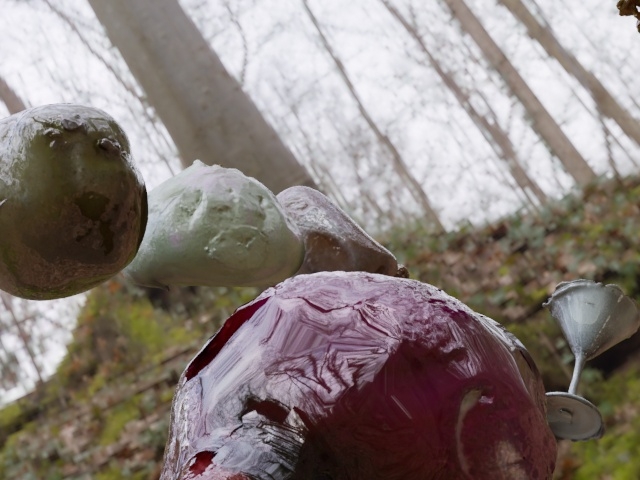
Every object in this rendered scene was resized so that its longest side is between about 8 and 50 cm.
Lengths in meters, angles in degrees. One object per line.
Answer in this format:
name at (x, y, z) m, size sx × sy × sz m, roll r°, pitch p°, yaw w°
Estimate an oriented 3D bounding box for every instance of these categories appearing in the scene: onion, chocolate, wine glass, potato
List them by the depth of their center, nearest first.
onion at (-0.020, 0.211, 1.155) m, size 0.420 × 0.398 × 0.398 m, roll 6°, pitch -46°, yaw -47°
potato at (-0.343, -0.045, 1.625) m, size 0.326 × 0.243 × 0.221 m, roll -8°, pitch 20°, yaw 46°
wine glass at (0.403, 0.190, 2.008) m, size 0.156 × 0.156 × 0.232 m, roll 108°, pitch -174°, yaw -50°
chocolate at (-0.001, -0.001, 2.130) m, size 0.161 × 0.261 × 0.083 m, roll -41°, pitch -28°, yaw -23°

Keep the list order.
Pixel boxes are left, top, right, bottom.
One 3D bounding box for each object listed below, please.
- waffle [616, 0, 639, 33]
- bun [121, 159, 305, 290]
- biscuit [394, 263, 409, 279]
waffle at (0.461, -0.367, 1.660) m, size 0.051 × 0.231 × 0.229 m, roll -52°, pitch -50°, yaw -43°
bun at (-0.163, -0.026, 1.926) m, size 0.293 × 0.187 × 0.293 m, roll -1°, pitch 5°, yaw 0°
biscuit at (0.074, 0.079, 2.363) m, size 0.199 × 0.034 × 0.064 m, roll -13°, pitch 11°, yaw 43°
